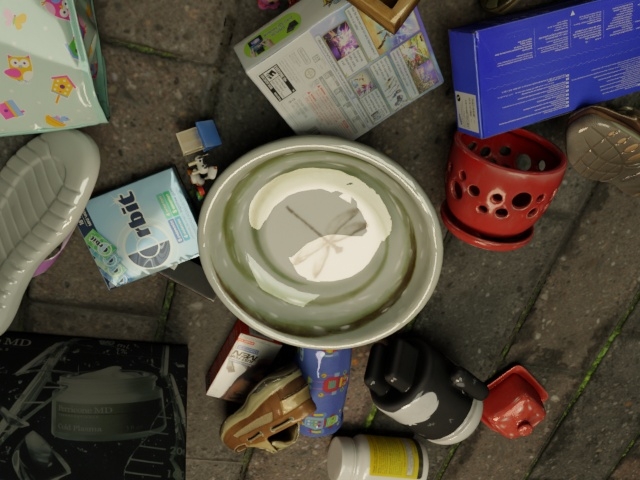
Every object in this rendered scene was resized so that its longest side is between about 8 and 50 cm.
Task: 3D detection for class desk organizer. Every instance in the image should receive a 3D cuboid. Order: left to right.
[{"bbox_3d":[-0.243,0.062,1.150,0.130,0.050,0.047,30,77,-9],"label":"desk organizer"}]

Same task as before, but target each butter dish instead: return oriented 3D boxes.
[{"bbox_3d":[0.444,0.393,1.442,0.160,0.118,0.160,-39,119,12],"label":"butter dish"}]

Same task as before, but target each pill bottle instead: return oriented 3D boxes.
[{"bbox_3d":[0.129,0.506,1.445,0.209,0.119,0.119,11,117,-17],"label":"pill bottle"}]

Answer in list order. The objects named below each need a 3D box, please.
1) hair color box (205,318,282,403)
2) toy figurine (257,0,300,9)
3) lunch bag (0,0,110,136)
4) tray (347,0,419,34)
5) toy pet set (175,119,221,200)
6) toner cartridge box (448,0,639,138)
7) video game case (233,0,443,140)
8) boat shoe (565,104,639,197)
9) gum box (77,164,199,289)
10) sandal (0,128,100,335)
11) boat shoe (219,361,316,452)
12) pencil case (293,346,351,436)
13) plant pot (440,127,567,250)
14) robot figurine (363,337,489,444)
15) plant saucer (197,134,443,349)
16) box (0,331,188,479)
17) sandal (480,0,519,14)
[{"bbox_3d":[-0.156,0.246,1.274,0.093,0.053,0.167,20,115,-22],"label":"hair color box"},{"bbox_3d":[-0.049,-0.383,0.916,0.159,0.130,0.173,-9,147,9],"label":"toy figurine"},{"bbox_3d":[-0.417,-0.271,0.861,0.224,0.160,0.262,-8,115,-8],"label":"lunch bag"},{"bbox_3d":[-0.014,-0.458,0.765,0.411,0.076,0.202,37,99,0],"label":"tray"},{"bbox_3d":[-0.186,-0.131,1.028,0.065,0.122,0.114,-21,95,-12],"label":"toy pet set"},{"bbox_3d":[0.377,-0.289,1.007,0.348,0.075,0.165,-18,117,-15],"label":"toner cartridge box"},{"bbox_3d":[0.040,-0.261,0.947,0.244,0.061,0.269,-31,151,9],"label":"video game case"},{"bbox_3d":[0.519,-0.171,1.105,0.123,0.116,0.324,-20,153,40],"label":"boat shoe"},{"bbox_3d":[-0.302,-0.022,1.072,0.185,0.041,0.156,-20,105,2],"label":"gum box"},{"bbox_3d":[-0.466,-0.013,1.023,0.416,0.169,0.102,-48,160,19],"label":"sandal"},{"bbox_3d":[-0.104,0.362,1.249,0.123,0.120,0.324,-26,160,-38],"label":"boat shoe"},{"bbox_3d":[-0.003,0.247,1.266,0.120,0.133,0.306,-13,125,-28],"label":"pencil case"},{"bbox_3d":[0.302,-0.090,1.096,0.191,0.191,0.174,3,126,-13],"label":"plant pot"},{"bbox_3d":[0.217,0.309,1.320,0.278,0.209,0.173,38,90,-27],"label":"robot figurine"},{"bbox_3d":[0.000,0.000,1.060,0.401,0.100,0.400,3,120,5],"label":"plant saucer"},{"bbox_3d":[-0.479,0.415,1.062,0.480,0.471,0.297,7,117,-15],"label":"box"},{"bbox_3d":[0.347,-0.422,0.971,0.219,0.090,0.060,-44,135,13],"label":"sandal"}]
